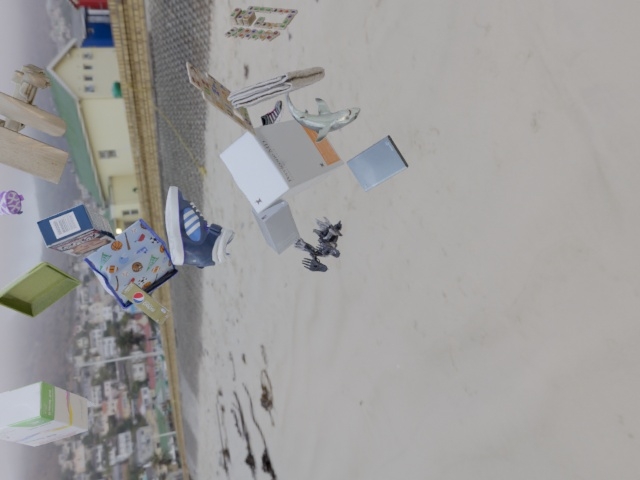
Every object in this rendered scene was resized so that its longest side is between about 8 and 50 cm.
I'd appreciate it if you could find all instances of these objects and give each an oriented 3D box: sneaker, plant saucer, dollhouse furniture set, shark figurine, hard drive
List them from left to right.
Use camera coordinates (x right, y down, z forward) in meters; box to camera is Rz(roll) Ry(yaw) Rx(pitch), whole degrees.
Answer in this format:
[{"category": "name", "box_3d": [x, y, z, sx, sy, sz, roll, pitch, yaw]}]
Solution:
[{"category": "plant saucer", "box_3d": [-0.877, 0.143, 1.610, 0.045, 0.188, 0.188, 49, 171, 22]}, {"category": "dollhouse furniture set", "box_3d": [-0.474, -0.203, 0.888, 0.144, 0.123, 0.151, -63, 22, 13]}, {"category": "sneaker", "box_3d": [-0.440, -0.052, 1.927, 0.130, 0.236, 0.323, 128, 134, -53]}, {"category": "sneaker", "box_3d": [-0.204, -0.507, 2.129, 0.063, 0.074, 0.171, -6, 63, 68]}, {"category": "shark figurine", "box_3d": [-0.026, -0.389, 1.668, 0.166, 0.278, 0.116, -61, -18, -9]}, {"category": "hard drive", "box_3d": [0.145, -0.195, 1.327, 0.135, 0.022, 0.094, -29, 99, 33]}]

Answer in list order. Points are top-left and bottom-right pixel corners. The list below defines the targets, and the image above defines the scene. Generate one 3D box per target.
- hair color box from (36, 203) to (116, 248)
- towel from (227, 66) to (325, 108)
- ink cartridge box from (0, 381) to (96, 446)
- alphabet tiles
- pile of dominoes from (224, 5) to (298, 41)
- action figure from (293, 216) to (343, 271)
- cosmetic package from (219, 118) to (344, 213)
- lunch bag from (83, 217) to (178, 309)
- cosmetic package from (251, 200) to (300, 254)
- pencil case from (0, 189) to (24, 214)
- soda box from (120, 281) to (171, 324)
[{"category": "hair color box", "box_3d": [-0.917, -0.031, 1.982, 0.347, 0.173, 0.105, 143, 104, -79]}, {"category": "towel", "box_3d": [-0.108, -0.401, 1.362, 0.282, 0.187, 0.049, -48, -57, -60]}, {"category": "ink cartridge box", "box_3d": [-0.932, 0.598, 1.752, 0.353, 0.207, 0.119, 74, 180, -61]}, {"category": "alphabet tiles", "box_3d": [-0.292, -0.422, 1.521, 0.009, 0.237, 0.198, -39, 45, 19]}, {"category": "pile of dominoes", "box_3d": [-0.239, -0.856, 2.017, 0.196, 0.251, 0.040, -62, -27, -25]}, {"category": "action figure", "box_3d": [0.000, 0.000, 1.797, 0.164, 0.140, 0.276, -52, 10, 17]}, {"category": "cosmetic package", "box_3d": [-0.115, -0.280, 1.806, 0.161, 0.453, 0.230, -33, 92, 31]}, {"category": "lunch bag", "box_3d": [-0.869, 0.145, 2.468, 0.239, 0.327, 0.386, 43, 156, 19]}, {"category": "cosmetic package", "box_3d": [-0.177, -0.067, 2.104, 0.107, 0.127, 0.238, 41, 160, 36]}, {"category": "pencil case", "box_3d": [-1.104, -0.124, 1.730, 0.088, 0.205, 0.086, -88, -6, -57]}, {"category": "soda box", "box_3d": [-0.643, 0.231, 1.919, 0.181, 0.058, 0.061, 38, 168, 7]}]
